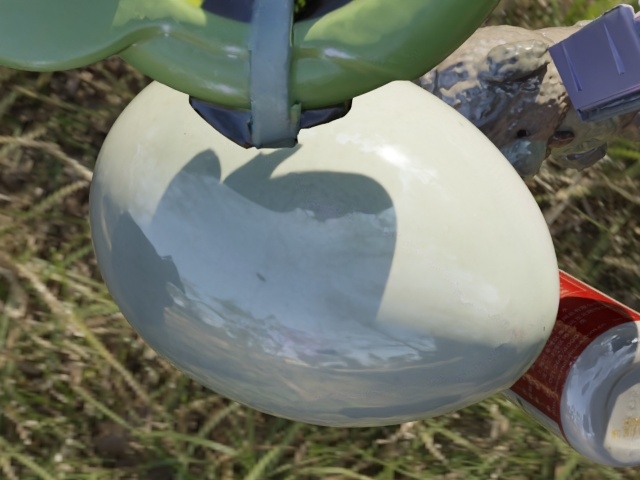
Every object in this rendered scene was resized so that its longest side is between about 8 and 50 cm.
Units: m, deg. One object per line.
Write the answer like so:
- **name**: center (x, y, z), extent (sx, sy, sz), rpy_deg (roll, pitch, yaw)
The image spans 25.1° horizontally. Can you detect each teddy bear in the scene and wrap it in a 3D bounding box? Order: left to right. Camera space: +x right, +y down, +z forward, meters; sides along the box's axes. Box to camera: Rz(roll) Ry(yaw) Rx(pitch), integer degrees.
- **teddy bear**: center (0.209, -0.138, 1.387), extent (0.236, 0.267, 0.151), rpy_deg (-30, 80, 44)

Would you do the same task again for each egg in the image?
- **egg**: center (0.000, 0.000, 0.592), extent (0.209, 0.151, 0.151), rpy_deg (24, 90, 28)

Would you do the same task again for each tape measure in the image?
- **tape measure**: center (-0.018, -0.123, 0.448), extent (0.175, 0.106, 0.200), rpy_deg (31, 102, -7)

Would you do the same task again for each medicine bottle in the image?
- **medicine bottle**: center (0.218, 0.101, 1.296), extent (0.131, 0.131, 0.250), rpy_deg (-60, 29, 3)

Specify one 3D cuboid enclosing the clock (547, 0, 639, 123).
- **clock**: center (0.265, -0.150, 1.058), extent (0.144, 0.193, 0.073), rpy_deg (-24, 92, -7)
